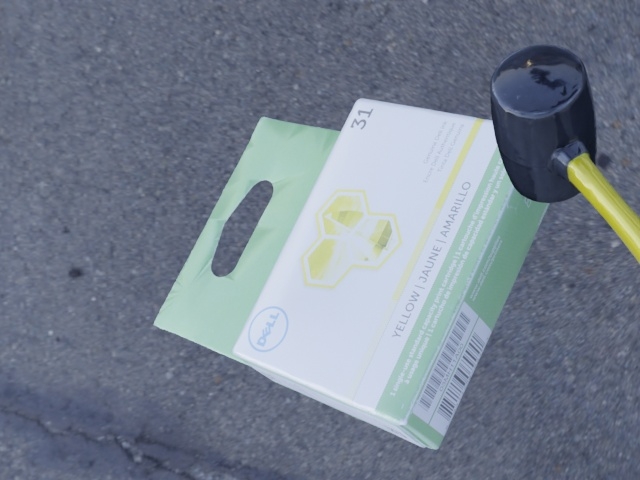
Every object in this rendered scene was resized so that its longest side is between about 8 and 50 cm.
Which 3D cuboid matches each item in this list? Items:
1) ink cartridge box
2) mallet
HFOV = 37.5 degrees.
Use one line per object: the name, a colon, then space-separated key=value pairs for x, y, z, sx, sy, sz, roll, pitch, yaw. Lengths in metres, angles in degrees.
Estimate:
ink cartridge box: x=0.000 y=0.000 z=0.554 sx=0.235 sy=0.056 sz=0.171 roll=17 pitch=74 yaw=37
mallet: x=0.119 y=0.011 z=0.334 sx=0.039 sy=0.062 sz=0.190 roll=-29 pitch=61 yaw=0
